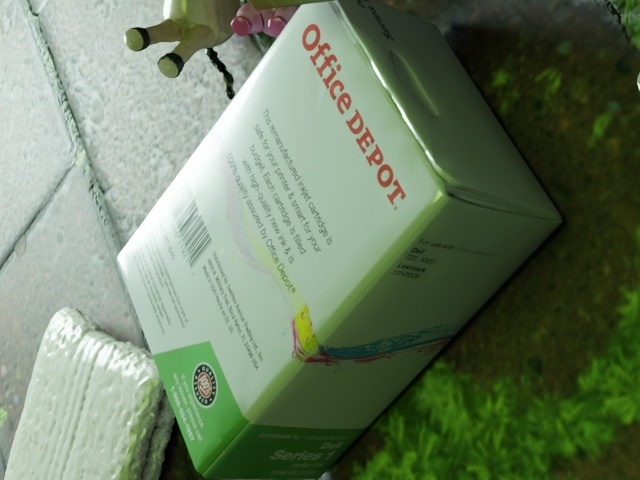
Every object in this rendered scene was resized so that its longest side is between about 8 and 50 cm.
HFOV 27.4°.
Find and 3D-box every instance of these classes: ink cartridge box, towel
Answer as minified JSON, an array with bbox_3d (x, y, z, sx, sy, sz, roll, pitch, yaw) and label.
[{"bbox_3d":[0.000,0.000,0.885,0.278,0.117,0.201,-50,49,29],"label":"ink cartridge box"},{"bbox_3d":[-0.207,0.215,1.126,0.187,0.049,0.282,21,96,47],"label":"towel"}]

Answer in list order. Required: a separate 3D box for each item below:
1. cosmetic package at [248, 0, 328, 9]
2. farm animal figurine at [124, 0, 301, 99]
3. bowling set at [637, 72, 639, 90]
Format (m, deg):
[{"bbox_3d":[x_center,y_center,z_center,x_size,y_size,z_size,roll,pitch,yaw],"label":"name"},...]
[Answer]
[{"bbox_3d":[0.087,-0.235,0.730,0.296,0.129,0.153,-1,45,30],"label":"cosmetic package"},{"bbox_3d":[-0.068,-0.318,0.987,0.330,0.172,0.327,-35,98,39],"label":"farm animal figurine"},{"bbox_3d":[0.229,-0.113,0.602,0.287,0.200,0.154,-52,46,22],"label":"bowling set"}]
